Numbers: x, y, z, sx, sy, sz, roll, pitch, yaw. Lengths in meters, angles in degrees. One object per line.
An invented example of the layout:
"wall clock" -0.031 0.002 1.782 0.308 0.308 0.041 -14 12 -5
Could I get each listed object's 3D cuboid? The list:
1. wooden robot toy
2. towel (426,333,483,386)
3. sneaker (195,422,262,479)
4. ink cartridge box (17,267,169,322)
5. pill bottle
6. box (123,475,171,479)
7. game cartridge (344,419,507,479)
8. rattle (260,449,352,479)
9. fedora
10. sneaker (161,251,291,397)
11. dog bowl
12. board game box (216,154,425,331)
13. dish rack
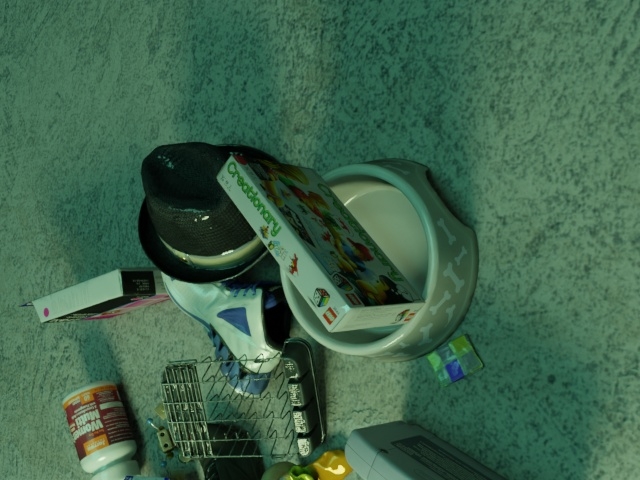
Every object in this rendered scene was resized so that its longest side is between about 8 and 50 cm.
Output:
"wooden robot toy" -0.306 0.423 1.493 0.173 0.076 0.079 67 158 19
"towel" 0.210 0.189 1.128 0.083 0.009 0.060 -35 69 31
"sneaker" -0.164 0.455 1.328 0.286 0.130 0.109 46 116 31
"ink cartridge box" -0.470 0.125 1.546 0.371 0.176 0.069 -15 79 36
"pill bottle" -0.474 0.429 1.570 0.121 0.121 0.221 -39 66 30
"box" -0.322 0.536 1.439 0.137 0.126 0.072 -12 40 36
"game cartridge" 0.186 0.355 1.022 0.297 0.198 0.062 26 104 36
"rattle" -0.046 0.431 1.193 0.143 0.200 0.130 -16 78 36
"fedora" -0.219 -0.085 1.310 0.334 0.152 0.333 -10 57 16
"sneaker" -0.147 0.113 1.346 0.182 0.127 0.315 -46 69 23
"dog bowl" 0.078 0.031 1.180 0.349 0.102 0.348 -2 87 38
"board game box" 0.000 0.000 1.056 0.053 0.193 0.305 -51 61 24
"dish rack" -0.140 0.286 1.259 0.272 0.074 0.208 -6 101 13
